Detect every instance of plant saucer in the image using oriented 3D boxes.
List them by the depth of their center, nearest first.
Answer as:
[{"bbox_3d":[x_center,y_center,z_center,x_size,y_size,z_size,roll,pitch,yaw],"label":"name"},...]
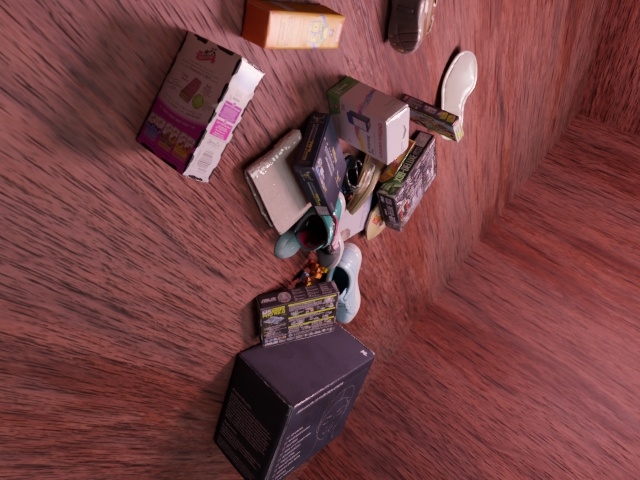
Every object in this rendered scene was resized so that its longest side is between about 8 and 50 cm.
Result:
[{"bbox_3d":[-0.094,0.011,1.474,0.119,0.021,0.119,-36,145,-30],"label":"plant saucer"}]

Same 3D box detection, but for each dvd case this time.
[{"bbox_3d":[0.091,-0.066,1.664,0.253,0.022,0.180,-32,143,-36],"label":"dvd case"}]

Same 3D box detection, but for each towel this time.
[{"bbox_3d":[-0.096,-0.153,1.279,0.187,0.049,0.282,-45,148,-19],"label":"towel"}]

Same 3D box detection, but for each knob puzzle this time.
[{"bbox_3d":[0.223,-0.091,1.815,0.213,0.030,0.213,-40,149,-31],"label":"knob puzzle"}]

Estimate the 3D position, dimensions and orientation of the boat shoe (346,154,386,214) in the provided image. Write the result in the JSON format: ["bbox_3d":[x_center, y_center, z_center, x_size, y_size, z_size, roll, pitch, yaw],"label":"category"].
[{"bbox_3d":[0.148,-0.221,1.537,0.285,0.089,0.104,-62,-177,14],"label":"boat shoe"}]

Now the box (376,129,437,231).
[{"bbox_3d":[0.335,-0.219,1.762,0.307,0.077,0.242,-56,153,-16],"label":"box"}]

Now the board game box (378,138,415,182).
[{"bbox_3d":[0.241,-0.259,1.535,0.124,0.039,0.259,-59,-174,1],"label":"board game box"}]

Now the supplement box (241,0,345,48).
[{"bbox_3d":[-0.052,-0.458,0.999,0.234,0.080,0.078,-26,142,-44],"label":"supplement box"}]

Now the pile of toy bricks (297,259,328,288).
[{"bbox_3d":[-0.028,0.176,1.652,0.212,0.105,0.118,-57,151,3],"label":"pile of toy bricks"}]

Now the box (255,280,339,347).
[{"bbox_3d":[-0.078,0.252,1.590,0.270,0.060,0.216,-11,134,-15],"label":"box"}]

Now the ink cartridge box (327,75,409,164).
[{"bbox_3d":[0.129,-0.323,1.260,0.093,0.212,0.154,-43,149,-21],"label":"ink cartridge box"}]

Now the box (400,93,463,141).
[{"bbox_3d":[0.363,-0.400,1.529,0.036,0.207,0.114,-55,150,-1],"label":"box"}]

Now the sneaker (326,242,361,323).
[{"bbox_3d":[0.068,0.190,1.758,0.150,0.135,0.365,-48,144,-49],"label":"sneaker"}]

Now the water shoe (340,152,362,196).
[{"bbox_3d":[0.072,-0.172,1.468,0.073,0.080,0.203,-26,140,-40],"label":"water shoe"}]

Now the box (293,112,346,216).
[{"bbox_3d":[0.007,-0.203,1.285,0.232,0.059,0.183,65,35,-57],"label":"box"}]

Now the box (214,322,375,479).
[{"bbox_3d":[-0.098,0.608,1.800,0.480,0.297,0.471,-15,133,-48],"label":"box"}]

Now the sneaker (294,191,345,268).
[{"bbox_3d":[0.000,0.000,1.466,0.178,0.124,0.295,-44,144,-46],"label":"sneaker"}]

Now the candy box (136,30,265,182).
[{"bbox_3d":[-0.228,-0.248,0.874,0.233,0.159,0.071,-60,152,10],"label":"candy box"}]

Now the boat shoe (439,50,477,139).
[{"bbox_3d":[0.489,-0.537,1.720,0.099,0.117,0.319,-89,-178,-56],"label":"boat shoe"}]

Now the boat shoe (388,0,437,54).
[{"bbox_3d":[0.253,-0.657,1.213,0.116,0.123,0.324,-44,156,-32],"label":"boat shoe"}]
